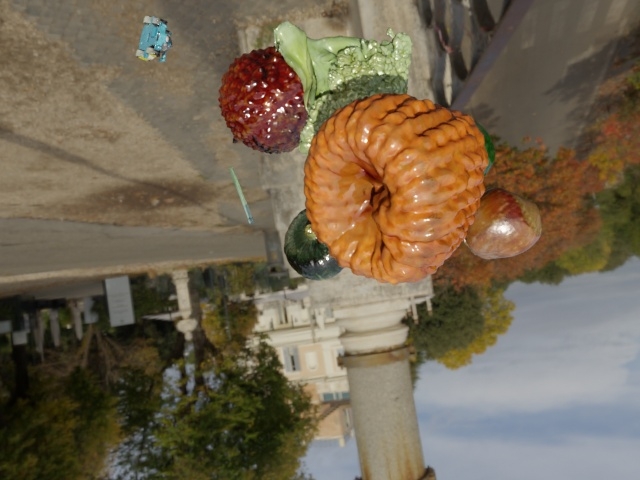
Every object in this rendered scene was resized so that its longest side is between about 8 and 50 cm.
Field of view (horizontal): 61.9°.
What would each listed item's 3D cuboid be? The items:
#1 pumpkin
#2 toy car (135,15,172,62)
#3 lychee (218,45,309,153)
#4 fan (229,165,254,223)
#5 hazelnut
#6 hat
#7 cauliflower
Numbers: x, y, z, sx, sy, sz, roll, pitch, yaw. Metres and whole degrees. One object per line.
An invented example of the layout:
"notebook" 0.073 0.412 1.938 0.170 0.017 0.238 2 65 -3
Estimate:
"pumpkin" -0.001 0.002 1.417 0.212 0.211 0.152 -13 156 37
"toy car" -0.467 -0.588 1.568 0.098 0.126 0.162 8 -173 -42
"lychee" -0.196 -0.532 2.069 0.500 0.424 0.425 -34 164 27
"fan" -0.227 -0.130 1.518 0.016 0.193 0.038 -18 156 -15
"hazelnut" 0.335 -0.025 0.994 0.143 0.143 0.154 -12 170 29
"hat" 0.185 -0.109 0.848 0.400 0.285 0.285 -25 -175 -32
"cauliflower" 0.053 -0.332 1.152 0.327 0.281 0.260 -38 152 7
